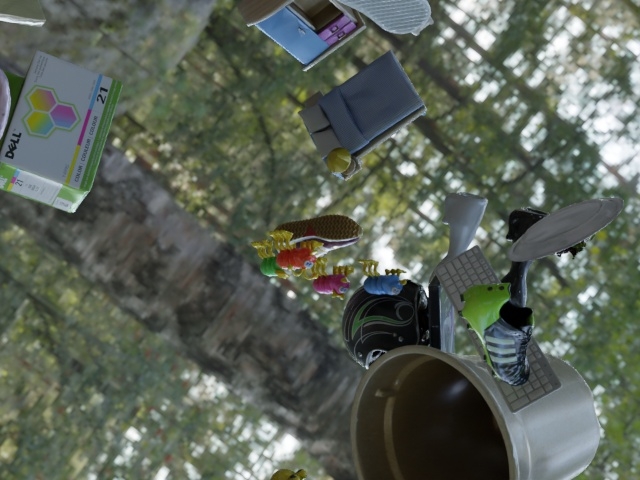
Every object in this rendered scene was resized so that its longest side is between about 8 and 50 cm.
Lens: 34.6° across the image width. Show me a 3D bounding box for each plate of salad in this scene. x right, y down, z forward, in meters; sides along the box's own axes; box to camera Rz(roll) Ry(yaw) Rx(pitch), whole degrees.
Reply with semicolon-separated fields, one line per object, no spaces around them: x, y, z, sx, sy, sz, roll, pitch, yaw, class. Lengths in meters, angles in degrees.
0.392;-0.011;1.636;0.200;0.048;0.200;-28;-169;6;plate of salad

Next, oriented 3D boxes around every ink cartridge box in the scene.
-0.436;-0.174;1.458;0.097;0.255;0.188;-34;-139;58;ink cartridge box

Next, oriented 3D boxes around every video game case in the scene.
0.223;0.195;1.881;0.196;0.026;0.274;-37;125;-72;video game case

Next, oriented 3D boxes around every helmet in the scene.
0.120;0.156;1.937;0.161;0.169;0.169;-6;-153;19;helmet

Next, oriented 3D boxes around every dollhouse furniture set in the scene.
0.057;-0.299;1.669;0.286;0.303;0.198;-33;153;18;dollhouse furniture set

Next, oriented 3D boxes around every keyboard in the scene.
0.229;0.111;1.359;0.072;0.014;0.256;-27;-131;3;keyboard

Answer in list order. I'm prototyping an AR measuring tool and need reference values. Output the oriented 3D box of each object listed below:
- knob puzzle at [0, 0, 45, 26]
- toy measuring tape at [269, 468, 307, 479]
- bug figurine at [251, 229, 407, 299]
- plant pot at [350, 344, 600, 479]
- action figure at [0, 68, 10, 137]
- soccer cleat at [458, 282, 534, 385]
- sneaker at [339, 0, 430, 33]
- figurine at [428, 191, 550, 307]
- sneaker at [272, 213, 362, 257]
-0.365;-0.273;0.941;0.030;0.213;0.213;-39;-167;34;knob puzzle
0.056;0.414;1.292;0.121;0.330;0.121;-39;170;-8;toy measuring tape
0.006;0.055;1.813;0.216;0.279;0.072;-5;-109;56;bug figurine
0.269;0.310;1.645;0.305;0.334;0.334;-7;150;-42;plant pot
-0.585;-0.113;1.162;0.276;0.370;0.248;-13;-112;42;action figure
0.224;0.115;1.217;0.072;0.179;0.060;-13;-136;26;soccer cleat
0.051;-0.412;1.448;0.102;0.161;0.282;-24;156;19;sneaker
0.335;0.024;2.068;0.092;0.215;0.209;-36;140;-77;figurine
0.000;0.000;2.063;0.084;0.185;0.069;67;27;-49;sneaker
